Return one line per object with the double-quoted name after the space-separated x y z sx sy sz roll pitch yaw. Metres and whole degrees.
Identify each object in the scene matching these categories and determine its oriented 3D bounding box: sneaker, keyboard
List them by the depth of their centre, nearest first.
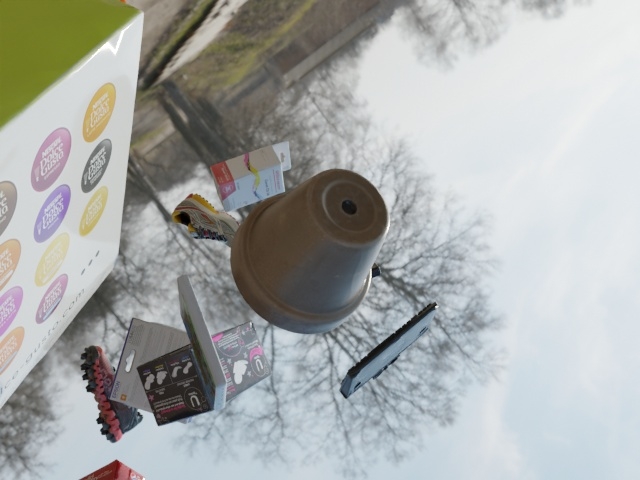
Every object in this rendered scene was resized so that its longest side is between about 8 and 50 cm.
0.098 0.162 0.996 0.180 0.023 0.108 -34 154 -27 "keyboard"
-0.276 -0.027 1.700 0.092 0.225 0.088 -42 151 -34 "sneaker"
-0.553 0.398 1.837 0.135 0.276 0.097 -21 -165 -30 "sneaker"

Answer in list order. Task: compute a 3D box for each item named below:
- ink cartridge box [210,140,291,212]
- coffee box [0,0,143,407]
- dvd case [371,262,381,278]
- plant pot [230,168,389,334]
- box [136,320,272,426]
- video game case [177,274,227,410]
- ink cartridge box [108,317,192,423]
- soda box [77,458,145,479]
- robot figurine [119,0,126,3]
-0.155 -0.154 1.647 0.198 0.067 0.115 -22 150 -11 "ink cartridge box"
-0.383 -0.044 0.539 0.334 0.338 0.338 114 1 -45 "coffee box"
0.018 0.064 1.468 0.180 0.022 0.253 -19 -167 -4 "dvd case"
0.000 0.000 1.164 0.263 0.263 0.229 -47 179 -36 "plant pot"
-0.251 0.291 1.511 0.163 0.142 0.247 -22 177 27 "box"
-0.219 0.193 1.256 0.023 0.213 0.193 -18 159 -17 "video game case"
-0.406 0.330 1.748 0.045 0.223 0.224 39 67 -77 "ink cartridge box"
-0.480 0.542 1.369 0.263 0.083 0.092 -30 -146 18 "soda box"
-0.567 -0.592 1.716 0.158 0.220 0.128 -11 171 -10 "robot figurine"
